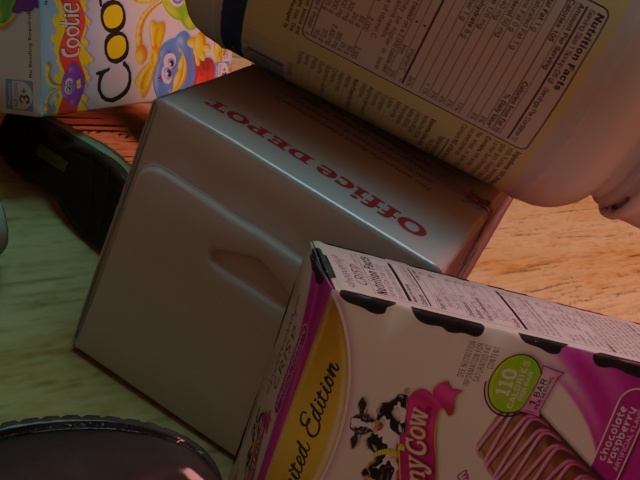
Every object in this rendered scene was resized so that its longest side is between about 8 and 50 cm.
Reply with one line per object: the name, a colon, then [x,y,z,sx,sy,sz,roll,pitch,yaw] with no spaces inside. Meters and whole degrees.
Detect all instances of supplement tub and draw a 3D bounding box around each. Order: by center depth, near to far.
supplement tub: [0.107,-0.165,0.601,0.324,0.235,0.235,27,28,2]

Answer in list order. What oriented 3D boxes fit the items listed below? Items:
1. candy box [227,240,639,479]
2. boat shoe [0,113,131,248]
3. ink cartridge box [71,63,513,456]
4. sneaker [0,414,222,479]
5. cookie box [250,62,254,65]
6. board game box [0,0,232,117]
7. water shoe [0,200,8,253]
candy box: [0.083,0.108,0.522,0.233,0.159,0.071,14,17,-15]
boat shoe: [-0.177,-0.051,0.789,0.190,0.068,0.072,40,20,26]
ink cartridge box: [0.000,0.000,0.697,0.198,0.197,0.270,32,28,11]
sneaker: [-0.163,0.159,0.349,0.330,0.123,0.146,-8,23,-34]
cookie box: [-0.047,-0.150,1.084,0.091,0.040,0.107,21,27,-7]
board game box: [-0.204,-0.194,0.842,0.142,0.144,0.275,10,16,24]
water shoe: [-0.301,-0.037,0.672,0.203,0.073,0.080,32,47,24]
